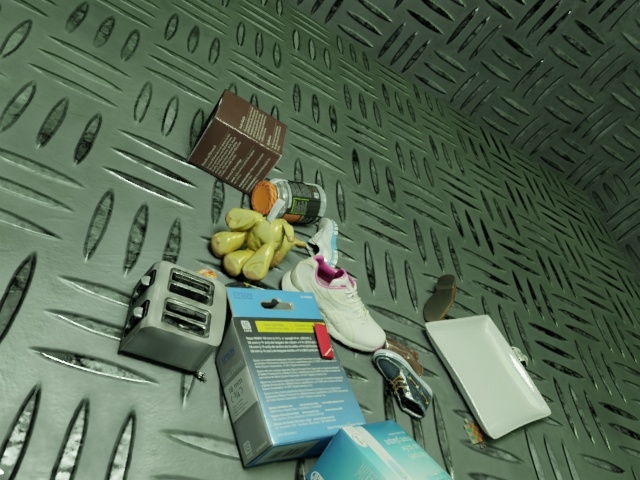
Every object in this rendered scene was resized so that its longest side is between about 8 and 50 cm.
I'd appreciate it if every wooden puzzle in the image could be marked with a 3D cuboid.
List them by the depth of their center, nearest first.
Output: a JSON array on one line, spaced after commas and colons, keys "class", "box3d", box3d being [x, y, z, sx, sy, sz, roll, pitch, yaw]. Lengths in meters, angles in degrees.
[{"class": "wooden puzzle", "box3d": [0.395, 0.497, 1.456, 0.049, 0.006, 0.083, 5, 48, -41]}]

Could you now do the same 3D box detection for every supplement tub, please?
[{"class": "supplement tub", "box3d": [-0.086, -0.107, 1.550, 0.190, 0.117, 0.117, 4, 49, -43]}]

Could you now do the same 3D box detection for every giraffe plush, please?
[{"class": "giraffe plush", "box3d": [-0.131, 0.001, 1.367, 0.181, 0.210, 0.170, 50, 6, 18]}]

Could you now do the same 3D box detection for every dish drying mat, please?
[{"class": "dish drying mat", "box3d": [0.007, 0.212, 1.199, 0.032, 0.008, 0.083, 16, 41, -32]}]

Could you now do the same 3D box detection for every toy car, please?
[{"class": "toy car", "box3d": [-0.220, 0.085, 1.273, 0.122, 0.040, 0.060, 4, 49, -42]}]

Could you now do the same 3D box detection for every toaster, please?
[{"class": "toaster", "box3d": [-0.272, 0.151, 1.087, 0.186, 0.110, 0.168, 25, 38, -24]}]

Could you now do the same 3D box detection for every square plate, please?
[{"class": "square plate", "box3d": [0.476, 0.379, 1.629, 0.344, 0.049, 0.347, 2, 50, -44]}]

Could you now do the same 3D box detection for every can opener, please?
[{"class": "can opener", "box3d": [-0.157, 0.136, 1.267, 0.186, 0.073, 0.059, 9, 37, -52]}]

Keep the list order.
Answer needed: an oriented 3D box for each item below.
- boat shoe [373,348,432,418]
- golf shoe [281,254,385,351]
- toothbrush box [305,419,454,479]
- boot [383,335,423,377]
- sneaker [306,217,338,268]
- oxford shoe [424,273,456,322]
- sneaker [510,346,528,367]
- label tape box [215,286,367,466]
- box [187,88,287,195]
[{"class": "boat shoe", "box3d": [0.196, 0.346, 1.373, 0.183, 0.065, 0.083, 41, 33, -2]}, {"class": "golf shoe", "box3d": [0.053, 0.155, 1.380, 0.306, 0.140, 0.115, 37, 33, -10]}, {"class": "toothbrush box", "box3d": [0.153, 0.476, 1.017, 0.295, 0.126, 0.216, 41, 13, 35]}, {"class": "boot", "box3d": [0.206, 0.301, 1.459, 0.114, 0.037, 0.106, 33, 22, -19]}, {"class": "sneaker", "box3d": [0.000, 0.000, 1.563, 0.083, 0.071, 0.190, 20, 39, -20]}, {"class": "oxford shoe", "box3d": [0.374, 0.193, 1.724, 0.212, 0.076, 0.076, -49, 130, -46]}, {"class": "sneaker", "box3d": [0.631, 0.372, 1.806, 0.083, 0.032, 0.037, 36, 34, -8]}, {"class": "label tape box", "box3d": [-0.075, 0.266, 1.158, 0.241, 0.106, 0.333, 9, 45, -40]}, {"class": "box", "box3d": [-0.221, -0.265, 1.545, 0.203, 0.167, 0.168, 29, 37, -18]}]
